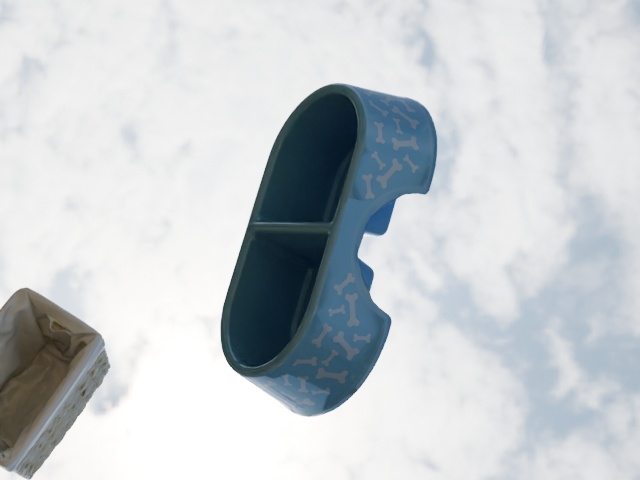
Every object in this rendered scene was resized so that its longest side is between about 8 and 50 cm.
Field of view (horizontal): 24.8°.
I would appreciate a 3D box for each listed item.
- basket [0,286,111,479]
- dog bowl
[{"bbox_3d":[-0.305,0.153,1.511,0.113,0.103,0.167,30,-107,15],"label":"basket"},{"bbox_3d":[0.000,0.000,1.257,0.166,0.074,0.297,2,-107,54],"label":"dog bowl"}]
